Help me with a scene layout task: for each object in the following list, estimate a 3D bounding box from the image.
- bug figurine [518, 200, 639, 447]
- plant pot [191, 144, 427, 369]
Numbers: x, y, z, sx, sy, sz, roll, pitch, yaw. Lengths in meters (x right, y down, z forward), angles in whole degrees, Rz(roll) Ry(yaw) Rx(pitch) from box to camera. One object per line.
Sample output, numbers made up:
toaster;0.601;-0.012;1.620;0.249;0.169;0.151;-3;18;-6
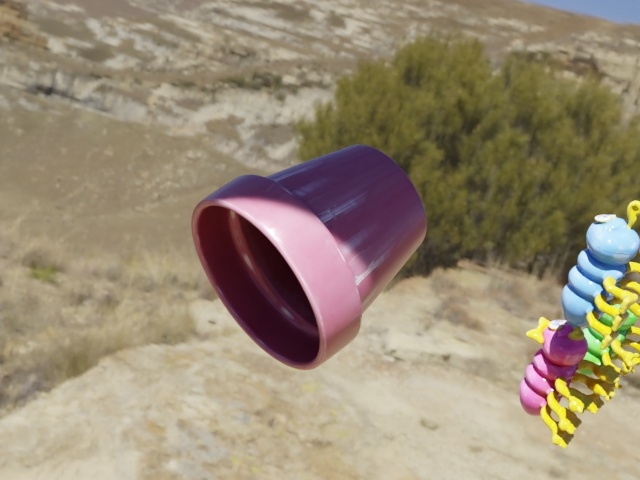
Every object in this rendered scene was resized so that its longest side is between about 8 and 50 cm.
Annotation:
bug figurine;0.238;0.044;0.771;0.072;0.216;0.279;31;28;25
plant pot;0.000;0.000;0.961;0.180;0.201;0.201;-36;40;-27
